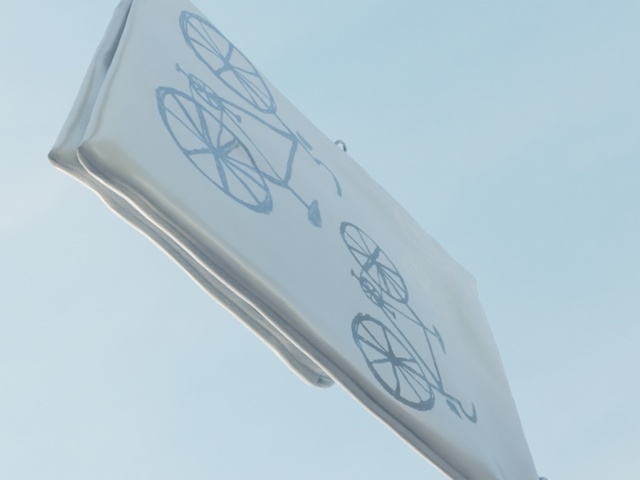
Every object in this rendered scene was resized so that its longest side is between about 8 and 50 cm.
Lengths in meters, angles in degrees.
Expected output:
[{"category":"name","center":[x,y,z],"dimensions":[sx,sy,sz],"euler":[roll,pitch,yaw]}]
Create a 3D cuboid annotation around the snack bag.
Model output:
[{"category":"snack bag","center":[0.000,0.000,0.727],"dimensions":[0.037,0.323,0.342],"euler":[-42,-69,16]}]
